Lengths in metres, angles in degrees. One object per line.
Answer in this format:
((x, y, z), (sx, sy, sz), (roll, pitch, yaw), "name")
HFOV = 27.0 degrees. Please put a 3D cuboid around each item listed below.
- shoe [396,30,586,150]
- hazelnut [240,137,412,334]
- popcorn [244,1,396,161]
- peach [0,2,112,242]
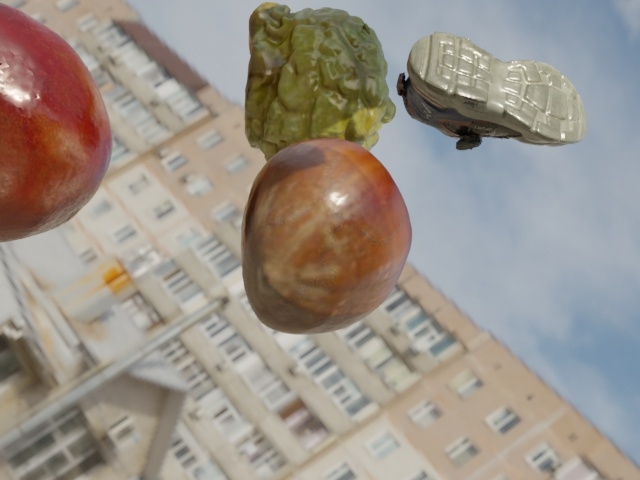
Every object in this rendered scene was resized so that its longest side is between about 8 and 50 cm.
((0.180, -0.142, 1.478), (0.227, 0.099, 0.125), (19, -36, -17), "shoe")
((0.000, 0.000, 1.381), (0.176, 0.214, 0.214), (10, -41, 26), "hazelnut")
((-0.017, -0.214, 1.836), (0.251, 0.237, 0.206), (41, 14, 13), "popcorn")
((-0.431, -0.161, 1.743), (0.308, 0.308, 0.332), (39, -31, 44), "peach")
